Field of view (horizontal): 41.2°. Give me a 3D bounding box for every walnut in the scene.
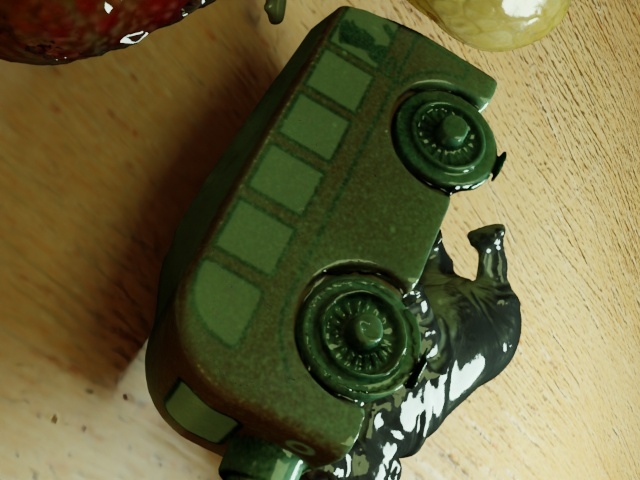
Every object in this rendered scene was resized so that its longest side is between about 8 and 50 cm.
[{"bbox_3d":[0.142,-0.251,0.741,0.207,0.159,0.159,31,66,-48],"label":"walnut"}]

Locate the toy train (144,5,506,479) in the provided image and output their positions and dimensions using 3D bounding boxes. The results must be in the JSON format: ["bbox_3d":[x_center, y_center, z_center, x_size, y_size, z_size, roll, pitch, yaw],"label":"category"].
[{"bbox_3d":[0.000,0.000,0.537,0.159,0.129,0.326,29,61,-5],"label":"toy train"}]

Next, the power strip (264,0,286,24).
[{"bbox_3d":[-0.006,-0.293,0.622,0.093,0.053,0.287,17,76,-53],"label":"power strip"}]

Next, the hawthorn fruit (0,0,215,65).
[{"bbox_3d":[-0.128,-0.190,0.353,0.181,0.181,0.235,-59,133,-35],"label":"hawthorn fruit"}]

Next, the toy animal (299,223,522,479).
[{"bbox_3d":[0.049,0.112,0.659,0.343,0.106,0.168,-45,122,-41],"label":"toy animal"}]
